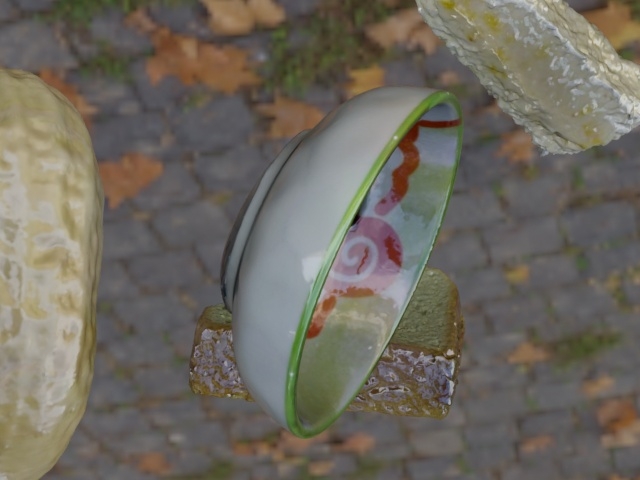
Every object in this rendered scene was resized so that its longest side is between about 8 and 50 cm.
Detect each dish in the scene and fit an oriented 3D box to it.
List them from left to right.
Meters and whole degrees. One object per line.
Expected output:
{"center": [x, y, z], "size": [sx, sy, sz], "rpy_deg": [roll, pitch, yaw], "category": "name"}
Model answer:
{"center": [0.000, 0.000, 1.556], "size": [0.124, 0.324, 0.324], "rpy_deg": [24, 154, 15], "category": "dish"}

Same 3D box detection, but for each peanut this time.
{"center": [-0.248, 0.038, 1.374], "size": [0.174, 0.340, 0.158], "rpy_deg": [-6, 172, 40], "category": "peanut"}

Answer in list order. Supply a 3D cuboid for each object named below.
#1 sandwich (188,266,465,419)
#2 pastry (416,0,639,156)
{"center": [0.013, 0.102, 1.934], "size": [0.288, 0.254, 0.100], "rpy_deg": [5, 112, 1], "category": "sandwich"}
{"center": [0.173, -0.171, 1.487], "size": [0.121, 0.089, 0.258], "rpy_deg": [-26, 128, 22], "category": "pastry"}
